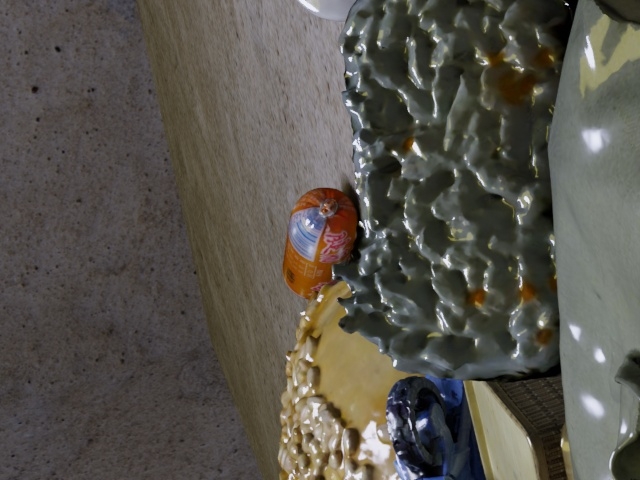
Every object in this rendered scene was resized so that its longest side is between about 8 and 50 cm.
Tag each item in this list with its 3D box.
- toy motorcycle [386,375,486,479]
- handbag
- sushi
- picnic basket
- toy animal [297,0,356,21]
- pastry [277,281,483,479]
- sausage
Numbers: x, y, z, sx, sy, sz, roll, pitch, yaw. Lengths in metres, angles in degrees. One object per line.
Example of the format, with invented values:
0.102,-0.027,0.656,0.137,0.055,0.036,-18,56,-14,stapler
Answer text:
0.091,0.181,1.284,0.114,0.076,0.205,-25,-79,-64,toy motorcycle
0.178,0.076,0.786,0.253,0.109,0.315,-121,17,-45,handbag
0.087,-0.043,0.948,0.126,0.136,0.225,10,-97,-70,sushi
0.149,0.124,1.164,0.164,0.079,0.115,-123,18,-66,picnic basket
-0.001,-0.264,0.991,0.265,0.206,0.271,85,169,-68,toy animal
0.060,0.168,1.475,0.284,0.184,0.315,113,141,-76,pastry
0.000,0.000,1.954,0.234,0.071,0.071,101,151,-74,sausage
